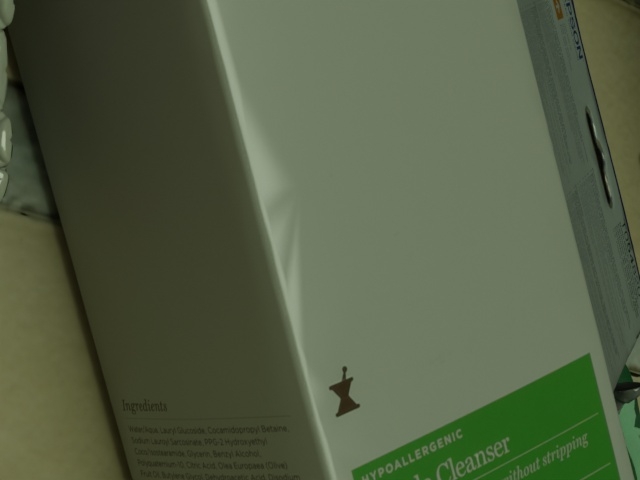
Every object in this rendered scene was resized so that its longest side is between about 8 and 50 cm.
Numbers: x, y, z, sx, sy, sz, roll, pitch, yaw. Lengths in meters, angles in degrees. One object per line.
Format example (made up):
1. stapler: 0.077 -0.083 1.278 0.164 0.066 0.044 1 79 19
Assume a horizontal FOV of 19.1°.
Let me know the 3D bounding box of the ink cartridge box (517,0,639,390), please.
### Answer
1. ink cartridge box: 0.123 -0.029 1.047 0.224 0.045 0.223 -32 109 -70

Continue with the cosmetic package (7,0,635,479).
1. cosmetic package: 0.000 0.000 0.885 0.197 0.155 0.365 -22 101 -40

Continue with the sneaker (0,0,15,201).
1. sneaker: -0.170 -0.086 0.801 0.071 0.068 0.170 -1 86 -37

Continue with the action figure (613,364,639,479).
1. action figure: 0.175 0.200 1.087 0.137 0.063 0.232 -24 105 -44
